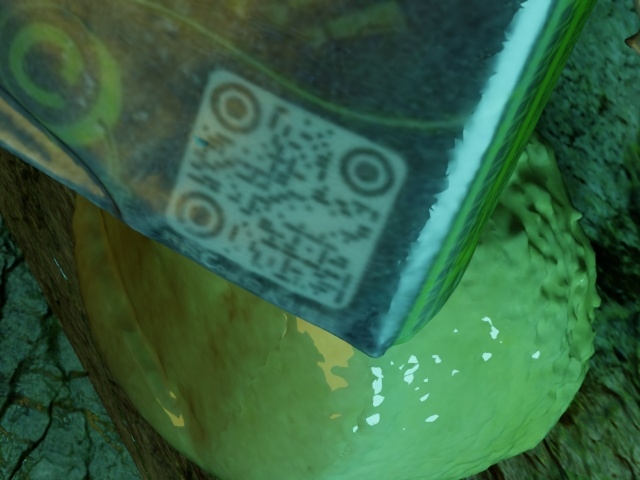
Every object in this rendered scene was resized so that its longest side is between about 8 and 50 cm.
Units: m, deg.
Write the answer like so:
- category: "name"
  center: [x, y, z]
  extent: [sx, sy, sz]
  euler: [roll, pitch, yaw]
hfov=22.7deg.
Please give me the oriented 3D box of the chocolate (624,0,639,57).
- category: "chocolate"
  center: [0.223, -0.082, 0.492]
  extent: [0.261, 0.083, 0.161]
  euler: [-19, 100, 55]

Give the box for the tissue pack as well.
- category: "tissue pack"
  center: [-0.015, -0.174, 0.589]
  extent: [0.288, 0.124, 0.394]
  euler: [29, 131, 9]

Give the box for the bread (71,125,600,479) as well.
- category: "bread"
  center: [0.009, -0.004, 0.904]
  extent: [0.320, 0.237, 0.320]
  euler: [30, 131, 42]
